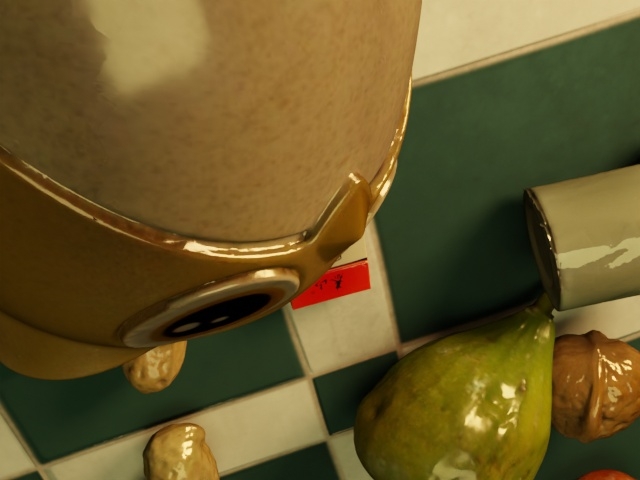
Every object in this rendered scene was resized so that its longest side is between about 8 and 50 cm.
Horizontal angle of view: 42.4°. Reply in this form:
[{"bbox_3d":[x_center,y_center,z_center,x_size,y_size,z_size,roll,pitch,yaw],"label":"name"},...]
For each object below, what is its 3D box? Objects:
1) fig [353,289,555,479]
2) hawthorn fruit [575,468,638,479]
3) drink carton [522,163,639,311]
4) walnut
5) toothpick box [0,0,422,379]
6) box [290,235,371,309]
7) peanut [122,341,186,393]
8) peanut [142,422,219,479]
[{"bbox_3d":[0.203,0.221,1.047,0.314,0.233,0.233,-32,126,14],"label":"fig"},{"bbox_3d":[0.447,0.479,1.318,0.225,0.197,0.196,-39,125,19],"label":"hawthorn fruit"},{"bbox_3d":[0.352,-0.006,0.976,0.189,0.191,0.185,-16,129,7],"label":"drink carton"},{"bbox_3d":[0.369,0.201,1.136,0.166,0.149,0.167,9,136,9],"label":"walnut"},{"bbox_3d":[-0.126,-0.132,0.603,0.408,0.409,0.425,-5,133,-12],"label":"toothpick box"},{"bbox_3d":[0.000,0.000,0.952,0.100,0.048,0.152,-13,123,-5],"label":"box"},{"bbox_3d":[-0.181,0.093,0.937,0.089,0.089,0.193,6,121,-19],"label":"peanut"},{"bbox_3d":[-0.190,0.348,1.098,0.117,0.101,0.263,-9,127,-34],"label":"peanut"}]
